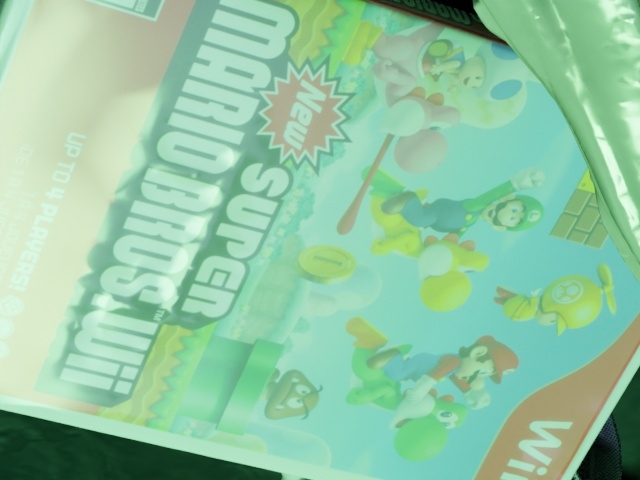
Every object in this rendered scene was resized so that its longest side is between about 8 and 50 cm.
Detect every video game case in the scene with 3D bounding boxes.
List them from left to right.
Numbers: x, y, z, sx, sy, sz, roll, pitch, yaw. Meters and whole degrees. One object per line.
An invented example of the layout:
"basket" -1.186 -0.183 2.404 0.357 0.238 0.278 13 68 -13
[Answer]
"video game case" 0.000 0.000 0.726 0.285 0.025 0.204 15 119 -20

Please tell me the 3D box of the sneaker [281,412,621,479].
"sneaker" 0.062 0.117 0.914 0.153 0.101 0.268 2 145 4

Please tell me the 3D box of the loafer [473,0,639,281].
"loafer" 0.127 -0.062 0.609 0.111 0.112 0.319 -20 136 21
